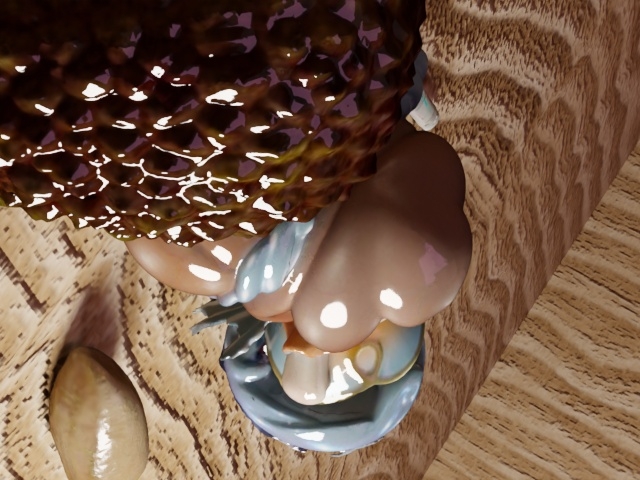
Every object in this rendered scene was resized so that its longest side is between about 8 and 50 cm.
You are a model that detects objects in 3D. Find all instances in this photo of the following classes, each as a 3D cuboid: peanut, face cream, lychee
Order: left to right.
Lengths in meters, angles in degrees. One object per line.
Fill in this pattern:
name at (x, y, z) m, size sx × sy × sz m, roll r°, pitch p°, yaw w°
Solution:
peanut at (-0.167, 0.137, 1.040) m, size 0.076 × 0.076 × 0.152 m, roll -47°, pitch 154°, yaw -37°
lychee at (-0.070, -0.109, 0.675) m, size 0.271 × 0.236 × 0.236 m, roll -22°, pitch 144°, yaw -29°
face cream at (0.104, -0.141, 1.442) m, size 0.038 × 0.020 × 0.115 m, roll -59°, pitch 162°, yaw 0°

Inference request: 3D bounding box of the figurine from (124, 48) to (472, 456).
figurine at (0.001, 0.000, 1.083) m, size 0.277 × 0.248 × 0.388 m, roll -56°, pitch 172°, yaw -22°
